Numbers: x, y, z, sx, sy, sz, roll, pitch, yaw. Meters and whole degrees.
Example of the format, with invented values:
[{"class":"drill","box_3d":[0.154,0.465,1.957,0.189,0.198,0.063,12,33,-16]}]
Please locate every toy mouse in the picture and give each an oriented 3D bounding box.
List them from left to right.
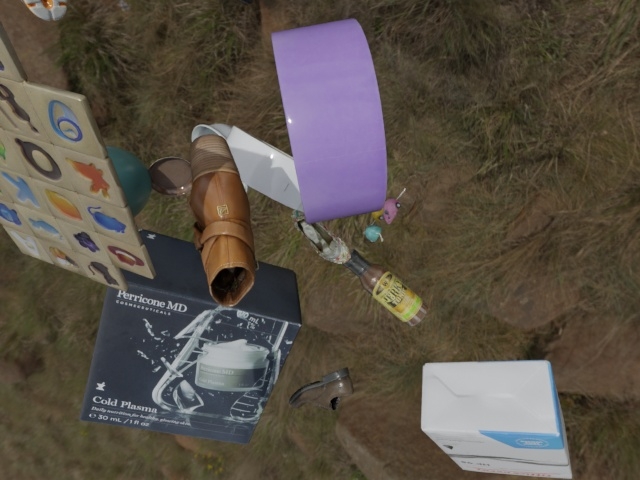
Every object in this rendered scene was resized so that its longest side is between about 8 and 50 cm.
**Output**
[{"class":"toy mouse","box_3d":[0.136,-0.047,0.919,0.031,0.143,0.161,31,131,-8]}]

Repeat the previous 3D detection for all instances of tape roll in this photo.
[{"class":"tape roll","box_3d":[-0.110,-0.173,1.014,0.286,0.286,0.100,30,99,1]},{"class":"tape roll","box_3d":[0.007,-0.116,0.417,0.080,0.189,0.189,-10,120,-1]}]

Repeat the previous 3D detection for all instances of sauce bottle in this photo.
[{"class":"sauce bottle","box_3d":[0.223,0.164,1.441,0.344,0.111,0.111,38,127,-6]}]

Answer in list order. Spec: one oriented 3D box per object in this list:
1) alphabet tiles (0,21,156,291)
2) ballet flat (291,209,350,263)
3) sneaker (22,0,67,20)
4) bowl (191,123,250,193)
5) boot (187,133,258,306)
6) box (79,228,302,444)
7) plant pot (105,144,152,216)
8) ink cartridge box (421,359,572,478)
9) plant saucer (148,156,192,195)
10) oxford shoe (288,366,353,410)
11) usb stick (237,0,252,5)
[{"class":"alphabet tiles","box_3d":[-0.321,-0.075,0.423,0.285,0.011,0.343,17,138,11]},{"class":"ballet flat","box_3d":[0.000,0.000,1.221,0.091,0.077,0.241,-41,110,17]},{"class":"sneaker","box_3d":[-0.480,-0.466,0.635,0.083,0.084,0.215,32,137,37]},{"class":"bowl","box_3d":[-0.321,-0.304,1.478,0.298,0.134,0.298,32,143,28]},{"class":"boot","box_3d":[-0.146,0.001,0.653,0.109,0.220,0.283,-9,154,-18]},{"class":"box","box_3d":[-0.361,0.285,1.177,0.479,0.297,0.472,16,111,-16]},{"class":"plant pot","box_3d":[-0.698,-0.172,1.311,0.293,0.235,0.293,9,116,19]},{"class":"ink cartridge box","box_3d":[0.173,0.178,0.386,0.104,0.060,0.180,-12,137,28]},{"class":"plant saucer","box_3d":[-0.522,-0.231,1.432,0.168,0.029,0.168,-13,139,-11]},{"class":"oxford shoe","box_3d":[-0.001,0.451,1.171,0.227,0.082,0.096,-34,68,29]},{"class":"usb stick","box_3d":[-0.265,-0.636,0.985,0.077,0.278,0.045,36,115,16]}]
